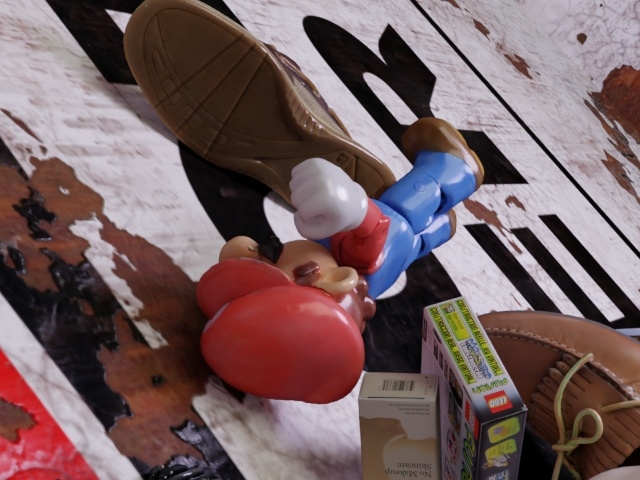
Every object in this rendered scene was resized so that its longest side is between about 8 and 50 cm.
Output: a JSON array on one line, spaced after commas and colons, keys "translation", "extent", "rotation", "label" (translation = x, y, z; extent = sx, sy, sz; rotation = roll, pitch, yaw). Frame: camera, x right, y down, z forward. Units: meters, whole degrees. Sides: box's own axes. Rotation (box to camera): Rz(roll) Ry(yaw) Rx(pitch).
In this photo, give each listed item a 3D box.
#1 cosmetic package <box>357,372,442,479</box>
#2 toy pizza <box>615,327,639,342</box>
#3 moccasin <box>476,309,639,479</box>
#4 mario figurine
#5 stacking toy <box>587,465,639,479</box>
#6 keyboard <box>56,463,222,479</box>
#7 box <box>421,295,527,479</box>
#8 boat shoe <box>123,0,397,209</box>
[{"translation": [0.061, 0.159, 0.942], "extent": [0.041, 0.060, 0.115], "rotation": [-67, 154, -64], "label": "cosmetic package"}, {"translation": [0.353, 0.127, 1.428], "extent": [0.201, 0.201, 0.032], "rotation": [13, 72, -51], "label": "toy pizza"}, {"translation": [0.288, 0.190, 1.186], "extent": [0.380, 0.139, 0.147], "rotation": [32, 46, 12], "label": "moccasin"}, {"translation": [0.000, 0.000, 1.025], "extent": [0.320, 0.170, 0.198], "rotation": [-41, 127, -46], "label": "mario figurine"}, {"translation": [0.341, 0.370, 0.838], "extent": [0.350, 0.350, 0.480], "rotation": [7, 52, -55], "label": "stacking toy"}, {"translation": [-0.067, 0.196, 0.710], "extent": [0.201, 0.033, 0.317], "rotation": [42, 9, 23], "label": "keyboard"}, {"translation": [0.114, 0.153, 0.978], "extent": [0.036, 0.207, 0.114], "rotation": [-15, 49, -11], "label": "box"}, {"translation": [-0.063, -0.136, 1.258], "extent": [0.342, 0.123, 0.123], "rotation": [34, 16, -31], "label": "boat shoe"}]
